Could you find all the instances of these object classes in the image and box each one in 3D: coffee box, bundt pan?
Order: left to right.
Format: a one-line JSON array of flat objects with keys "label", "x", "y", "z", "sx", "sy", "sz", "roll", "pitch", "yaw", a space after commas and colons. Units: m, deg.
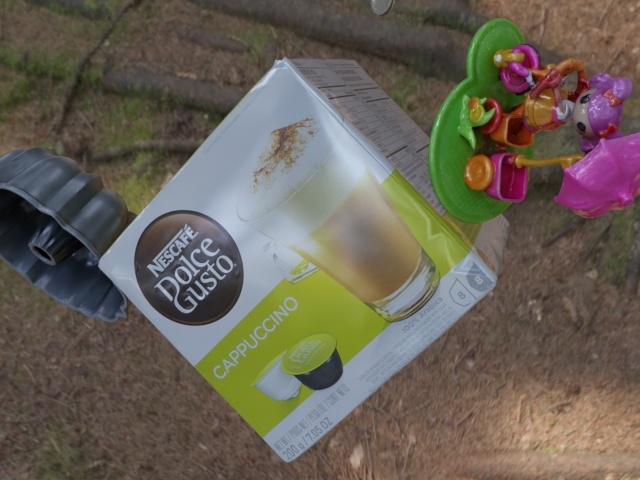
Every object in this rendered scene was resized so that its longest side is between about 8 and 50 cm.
[{"label": "bundt pan", "x": -0.407, "y": -0.020, "z": 1.341, "sx": 0.331, "sy": 0.330, "sz": 0.124, "roll": 27, "pitch": 59, "yaw": 15}, {"label": "coffee box", "x": 0.000, "y": 0.000, "z": 1.063, "sx": 0.334, "sy": 0.338, "sz": 0.337, "roll": 46, "pitch": 109, "yaw": 2}]

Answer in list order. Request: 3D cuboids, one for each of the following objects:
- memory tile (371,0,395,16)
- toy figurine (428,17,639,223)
[{"label": "memory tile", "x": 0.078, "y": -0.326, "z": 0.895, "sx": 0.012, "sy": 0.113, "sz": 0.148, "roll": 1, "pitch": 66, "yaw": -35}, {"label": "toy figurine", "x": 0.188, "y": -0.085, "z": 0.649, "sx": 0.159, "sy": 0.130, "sz": 0.173, "roll": 17, "pitch": 102, "yaw": 50}]
